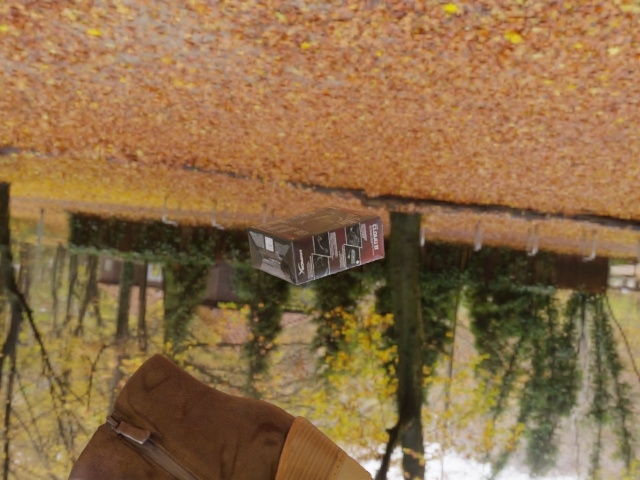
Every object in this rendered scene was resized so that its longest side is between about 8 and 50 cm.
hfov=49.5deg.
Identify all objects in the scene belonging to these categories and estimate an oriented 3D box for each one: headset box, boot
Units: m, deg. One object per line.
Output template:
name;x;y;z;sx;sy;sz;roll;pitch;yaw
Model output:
headset box;0.000;0.000;0.490;0.083;0.032;0.062;-15;-162;-32
boot;-0.098;0.229;0.507;0.206;0.249;0.090;23;159;12
